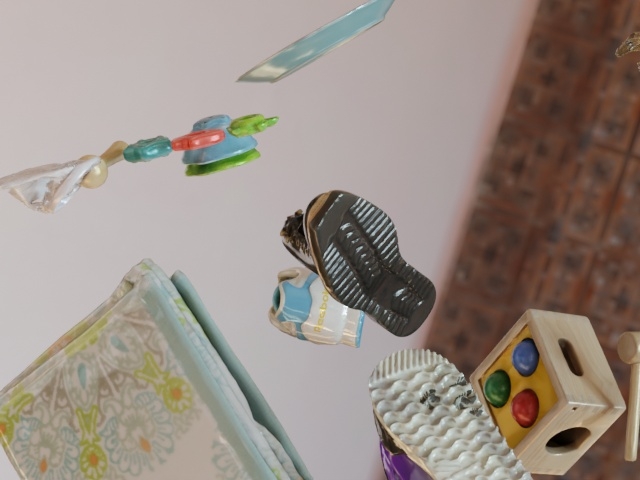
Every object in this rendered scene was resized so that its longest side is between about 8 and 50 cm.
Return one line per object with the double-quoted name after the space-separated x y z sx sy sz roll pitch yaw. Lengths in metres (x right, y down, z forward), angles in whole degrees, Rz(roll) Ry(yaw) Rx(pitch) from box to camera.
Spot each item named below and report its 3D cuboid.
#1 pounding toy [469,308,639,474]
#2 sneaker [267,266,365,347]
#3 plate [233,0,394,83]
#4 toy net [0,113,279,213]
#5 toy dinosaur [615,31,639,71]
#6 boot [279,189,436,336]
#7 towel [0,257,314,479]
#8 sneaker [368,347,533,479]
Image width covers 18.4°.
0.264 0.159 2.089 0.094 0.206 0.181 8 46 -31 "pounding toy"
-0.003 0.058 1.988 0.092 0.087 0.228 12 -1 -3 "sneaker"
0.002 -0.191 1.907 0.024 0.188 0.188 60 6 -3 "plate"
-0.151 -0.058 1.631 0.232 0.045 0.122 -17 12 -20 "toy net"
0.351 -0.179 1.824 0.183 0.053 0.092 10 24 28 "toy dinosaur"
0.000 0.000 1.613 0.137 0.077 0.198 33 -13 34 "boot"
-0.207 0.254 2.368 0.374 0.320 0.090 57 26 17 "towel"
0.130 0.242 1.696 0.102 0.146 0.293 -18 57 -12 "sneaker"
